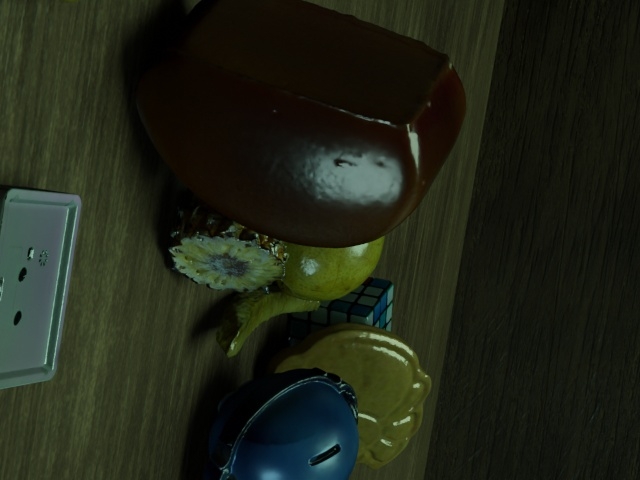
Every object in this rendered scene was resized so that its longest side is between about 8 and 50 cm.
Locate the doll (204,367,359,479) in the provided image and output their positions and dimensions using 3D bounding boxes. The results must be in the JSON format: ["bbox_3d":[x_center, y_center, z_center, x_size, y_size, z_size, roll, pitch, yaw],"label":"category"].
[{"bbox_3d":[-0.056,0.346,1.873,0.284,0.240,0.310,-26,123,-33],"label":"doll"}]

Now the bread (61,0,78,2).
[{"bbox_3d":[-0.212,-0.333,1.244,0.305,0.091,0.142,-41,145,-63],"label":"bread"}]

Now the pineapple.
[{"bbox_3d":[-0.117,-0.024,1.619,0.176,0.161,0.137,71,23,-60],"label":"pineapple"}]

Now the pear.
[{"bbox_3d":[0.000,0.000,1.915,0.209,0.208,0.209,10,90,-72],"label":"pear"}]

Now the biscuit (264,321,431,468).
[{"bbox_3d":[0.042,0.299,2.108,0.057,0.312,0.351,-121,-144,-54],"label":"biscuit"}]

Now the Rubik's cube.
[{"bbox_3d":[0.037,0.157,2.188,0.151,0.154,0.155,-46,142,-59],"label":"Rubik's cube"}]

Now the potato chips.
[{"bbox_3d":[-0.091,0.108,1.899,0.057,0.080,0.407,-66,167,14],"label":"potato chips"}]

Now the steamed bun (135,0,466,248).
[{"bbox_3d":[-0.027,-0.140,1.477,0.235,0.379,0.248,-60,164,-45],"label":"steamed bun"}]

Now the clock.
[{"bbox_3d":[-0.313,0.044,1.192,0.150,0.063,0.197,1,99,-72],"label":"clock"}]
